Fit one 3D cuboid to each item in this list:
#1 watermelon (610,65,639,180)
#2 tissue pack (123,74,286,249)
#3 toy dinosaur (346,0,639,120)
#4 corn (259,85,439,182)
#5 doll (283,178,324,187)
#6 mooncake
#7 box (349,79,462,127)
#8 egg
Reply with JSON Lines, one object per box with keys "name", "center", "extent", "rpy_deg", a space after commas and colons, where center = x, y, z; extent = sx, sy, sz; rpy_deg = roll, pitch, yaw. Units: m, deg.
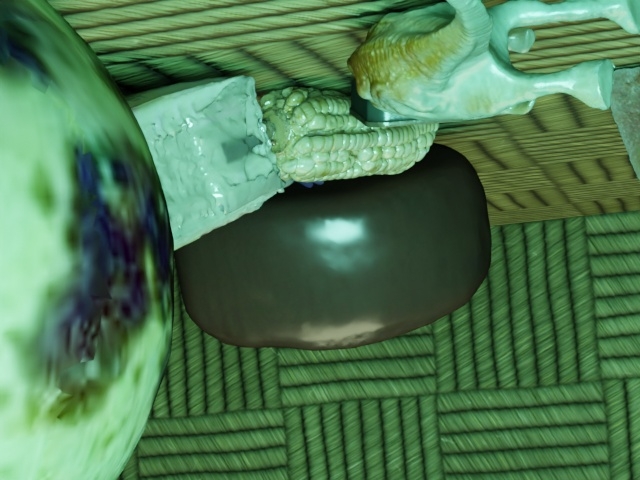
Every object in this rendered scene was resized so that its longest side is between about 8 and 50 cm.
{"name": "watermelon", "center": [0.380, -0.107, 1.357], "extent": [0.261, 0.201, 0.213], "rpy_deg": [-52, 156, 16]}
{"name": "tissue pack", "center": [-0.227, -0.034, 1.182], "extent": [0.344, 0.125, 0.242], "rpy_deg": [-10, -169, 41]}
{"name": "toy dinosaur", "center": [0.104, -0.124, 0.962], "extent": [0.206, 0.092, 0.393], "rpy_deg": [0, -174, 17]}
{"name": "corn", "center": [0.025, -0.090, 1.308], "extent": [0.087, 0.087, 0.211], "rpy_deg": [-9, 173, 40]}
{"name": "doll", "center": [-0.009, -0.087, 1.456], "extent": [0.206, 0.067, 0.110], "rpy_deg": [-15, -169, -37]}
{"name": "mooncake", "center": [0.000, 0.000, 1.564], "extent": [0.326, 0.174, 0.334], "rpy_deg": [-18, -162, -25]}
{"name": "box", "center": [0.073, -0.115, 1.194], "extent": [0.091, 0.031, 0.126], "rpy_deg": [-4, -169, -5]}
{"name": "egg", "center": [-0.272, 0.015, 0.612], "extent": [0.428, 0.344, 0.345], "rpy_deg": [1, 173, -23]}
